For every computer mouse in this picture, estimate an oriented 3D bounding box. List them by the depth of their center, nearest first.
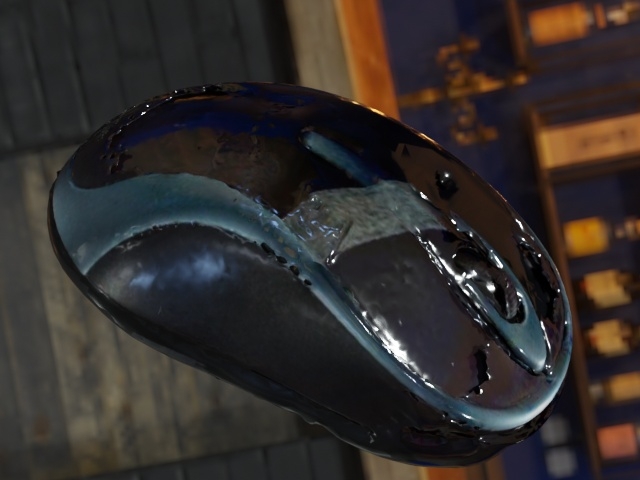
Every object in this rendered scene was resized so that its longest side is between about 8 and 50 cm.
[{"bbox_3d":[0.000,0.000,0.734,0.137,0.233,0.096,-55,166,-46],"label":"computer mouse"}]
